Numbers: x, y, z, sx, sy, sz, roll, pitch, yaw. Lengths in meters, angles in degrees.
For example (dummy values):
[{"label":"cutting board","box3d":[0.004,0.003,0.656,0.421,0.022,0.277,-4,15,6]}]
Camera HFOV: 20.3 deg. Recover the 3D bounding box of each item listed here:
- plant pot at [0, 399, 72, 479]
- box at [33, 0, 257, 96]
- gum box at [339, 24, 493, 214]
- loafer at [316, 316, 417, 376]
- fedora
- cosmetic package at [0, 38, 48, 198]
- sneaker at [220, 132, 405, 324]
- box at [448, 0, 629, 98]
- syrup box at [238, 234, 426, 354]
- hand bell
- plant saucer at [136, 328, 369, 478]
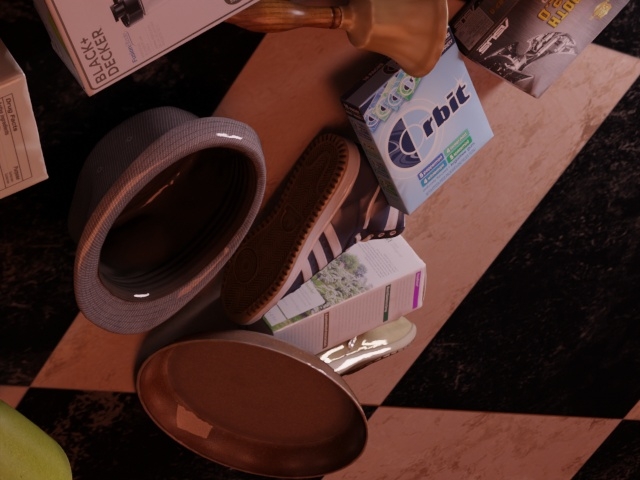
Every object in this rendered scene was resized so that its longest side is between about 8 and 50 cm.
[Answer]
[{"label":"plant pot","box3d":[-0.468,0.236,1.987,0.275,0.275,0.293,-35,129,-3]},{"label":"box","box3d":[-0.147,-0.286,1.773,0.290,0.087,0.169,-30,145,-10]},{"label":"gum box","box3d":[0.119,-0.148,2.145,0.157,0.041,0.184,-42,132,-18]},{"label":"loafer","box3d":[0.029,0.138,2.432,0.102,0.092,0.268,-29,174,42]},{"label":"fedora","box3d":[-0.192,-0.043,1.988,0.275,0.124,0.244,-53,146,8]},{"label":"cosmetic package","box3d":[-0.436,-0.083,1.734,0.309,0.113,0.160,-25,145,-18]},{"label":"sneaker","box3d":[0.000,0.000,2.236,0.153,0.099,0.282,12,120,-46]},{"label":"box","box3d":[0.284,-0.296,2.176,0.231,0.056,0.183,-47,144,15]},{"label":"syrup box","box3d":[0.016,0.074,2.340,0.237,0.093,0.096,-23,143,-21]},{"label":"hand bell","box3d":[0.005,-0.248,1.971,0.242,0.126,0.126,0,133,-25]},{"label":"plant saucer","box3d":[-0.084,0.205,2.313,0.310,0.050,0.310,10,143,8]}]
